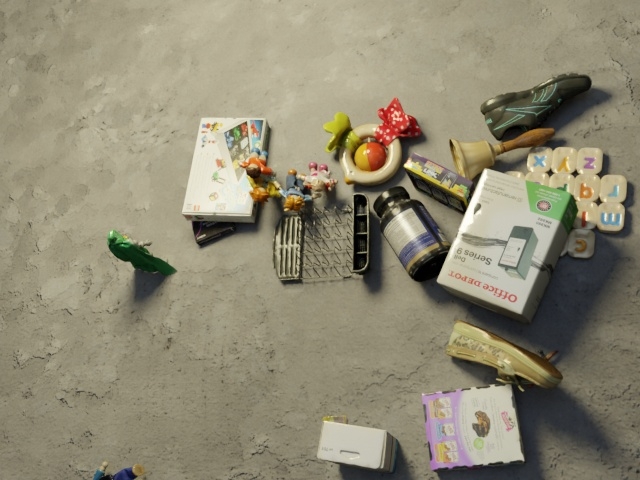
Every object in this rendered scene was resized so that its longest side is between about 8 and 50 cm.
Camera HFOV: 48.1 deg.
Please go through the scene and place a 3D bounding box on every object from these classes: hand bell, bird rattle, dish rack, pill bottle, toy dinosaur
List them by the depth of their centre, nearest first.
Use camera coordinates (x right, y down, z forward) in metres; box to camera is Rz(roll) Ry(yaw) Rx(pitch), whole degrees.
[{"bbox_3d":[0.473,0.280,1.556,0.090,0.047,0.082,0,88,9],"label":"toy dinosaur"},{"bbox_3d":[0.218,-0.020,1.717,0.122,0.123,0.219,-32,62,5],"label":"pill bottle"},{"bbox_3d":[0.446,-0.223,1.730,0.241,0.126,0.126,-18,64,5],"label":"hand bell"},{"bbox_3d":[0.000,0.000,1.813,0.271,0.074,0.208,-5,67,18],"label":"dish rack"},{"bbox_3d":[0.136,-0.243,1.863,0.253,0.143,0.207,-6,79,3],"label":"bird rattle"}]

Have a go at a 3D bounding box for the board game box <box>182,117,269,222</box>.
[{"bbox_3d":[-0.256,-0.197,1.967,0.192,0.053,0.305,2,66,10],"label":"board game box"}]

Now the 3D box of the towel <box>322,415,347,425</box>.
[{"bbox_3d":[0.031,0.447,1.659,0.060,0.009,0.083,-3,68,18],"label":"towel"}]

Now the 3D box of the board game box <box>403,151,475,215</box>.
[{"bbox_3d":[0.294,-0.131,1.724,0.170,0.141,0.048,32,82,26],"label":"board game box"}]

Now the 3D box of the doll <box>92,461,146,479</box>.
[{"bbox_3d":[-0.517,0.608,1.766,0.189,0.046,0.129,-26,72,15],"label":"doll"}]

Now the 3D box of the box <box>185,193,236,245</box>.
[{"bbox_3d":[-0.303,-0.079,1.976,0.116,0.029,0.162,-23,64,10],"label":"box"}]

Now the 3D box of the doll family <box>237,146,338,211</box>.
[{"bbox_3d":[-0.092,-0.137,1.848,0.262,0.118,0.163,11,28,-3],"label":"doll family"}]

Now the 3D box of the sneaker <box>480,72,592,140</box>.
[{"bbox_3d":[0.534,-0.328,1.760,0.267,0.101,0.106,-17,82,16],"label":"sneaker"}]

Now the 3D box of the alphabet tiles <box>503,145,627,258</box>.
[{"bbox_3d":[0.562,-0.092,1.682,0.284,0.021,0.278,4,71,21],"label":"alphabet tiles"}]

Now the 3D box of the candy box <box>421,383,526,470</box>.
[{"bbox_3d":[0.328,0.403,1.539,0.196,0.070,0.165,-11,66,16],"label":"candy box"}]

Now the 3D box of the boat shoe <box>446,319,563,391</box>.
[{"bbox_3d":[0.388,0.259,1.533,0.285,0.104,0.089,26,92,55],"label":"boat shoe"}]

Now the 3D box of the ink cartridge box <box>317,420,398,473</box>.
[{"bbox_3d":[0.084,0.445,1.533,0.139,0.191,0.082,5,70,15],"label":"ink cartridge box"}]

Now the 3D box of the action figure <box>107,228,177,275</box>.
[{"bbox_3d":[-0.488,0.028,1.883,0.137,0.232,0.064,-2,68,18],"label":"action figure"}]

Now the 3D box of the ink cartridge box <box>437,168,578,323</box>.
[{"bbox_3d":[0.420,0.013,1.612,0.211,0.121,0.289,21,84,29],"label":"ink cartridge box"}]
